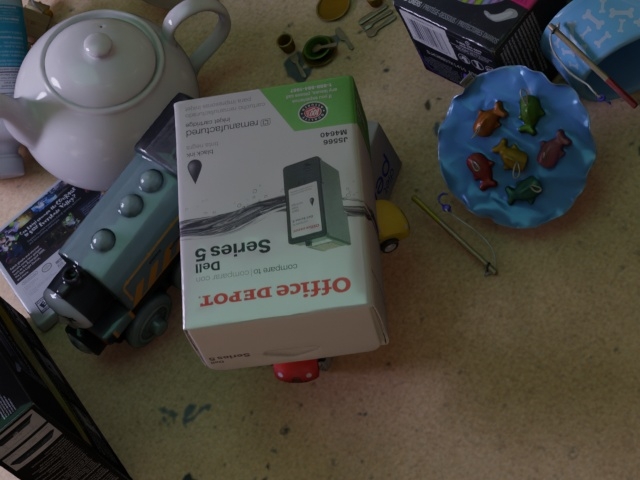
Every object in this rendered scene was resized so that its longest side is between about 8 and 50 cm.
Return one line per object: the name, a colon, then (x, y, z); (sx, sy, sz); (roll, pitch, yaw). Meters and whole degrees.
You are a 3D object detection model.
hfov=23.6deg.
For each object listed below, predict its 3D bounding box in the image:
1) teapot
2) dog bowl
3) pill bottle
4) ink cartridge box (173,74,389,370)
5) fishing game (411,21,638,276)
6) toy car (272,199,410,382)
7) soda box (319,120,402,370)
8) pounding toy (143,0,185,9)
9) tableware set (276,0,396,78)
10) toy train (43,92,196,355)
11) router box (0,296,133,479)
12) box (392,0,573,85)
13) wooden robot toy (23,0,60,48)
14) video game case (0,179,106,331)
teapot: (-0.264, -0.199, 1.919); (0.252, 0.187, 0.256); (14, 62, 4)
dog bowl: (0.397, -0.252, 1.728); (0.297, 0.166, 0.074); (-25, 67, 8)
pill bottle: (-0.454, -0.211, 2.026); (0.146, 0.146, 0.264); (-7, 90, 19)
ink cartridge box: (-0.042, -0.018, 1.611); (0.198, 0.115, 0.273); (-8, 64, 6)
fishing game: (0.213, -0.106, 1.708); (0.189, 0.041, 0.264); (48, 111, 17)
toy car: (-0.047, 0.014, 1.692); (0.225, 0.053, 0.239); (27, 72, 21)
soda box: (0.000, 0.000, 1.782); (0.091, 0.098, 0.286); (9, 65, 27)
pounding toy: (-0.176, -0.430, 2.086); (0.237, 0.183, 0.110); (-30, 28, 4)
tableware set: (0.015, -0.285, 1.986); (0.154, 0.024, 0.104); (-32, 54, 3)
toy train: (-0.197, -0.018, 1.808); (0.142, 0.190, 0.334); (35, 79, 21)
router box: (-0.364, 0.155, 1.757); (0.081, 0.243, 0.309); (-40, 54, -3)
box: (0.243, -0.314, 1.833); (0.165, 0.143, 0.270); (31, 76, 33)
wooden robot toy: (-0.387, -0.295, 2.153); (0.079, 0.076, 0.173); (17, 65, -8)
video game case: (-0.322, 0.000, 1.966); (0.190, 0.022, 0.173); (-40, 55, -2)
